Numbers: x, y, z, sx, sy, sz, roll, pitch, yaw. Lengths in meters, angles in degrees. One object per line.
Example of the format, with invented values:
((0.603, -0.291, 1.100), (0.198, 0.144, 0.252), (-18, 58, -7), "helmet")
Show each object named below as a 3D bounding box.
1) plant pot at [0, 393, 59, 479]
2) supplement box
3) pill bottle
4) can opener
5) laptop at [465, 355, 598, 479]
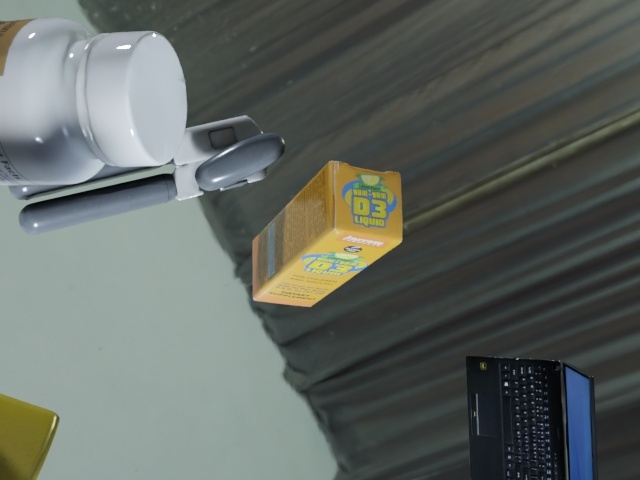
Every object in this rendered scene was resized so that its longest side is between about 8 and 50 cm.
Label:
((-0.443, 0.297, 1.041), (0.212, 0.212, 0.187), (25, 22, -21), "plant pot")
((0.000, 0.000, 0.957), (0.078, 0.233, 0.080), (8, 65, -21), "supplement box")
((-0.231, -0.109, 0.734), (0.131, 0.229, 0.131), (1, 90, -73), "pill bottle")
((-0.175, -0.075, 0.964), (0.283, 0.095, 0.076), (-16, 90, -25), "can opener")
((0.319, 0.307, 1.422), (0.136, 0.264, 0.234), (-3, 91, -54), "laptop")
